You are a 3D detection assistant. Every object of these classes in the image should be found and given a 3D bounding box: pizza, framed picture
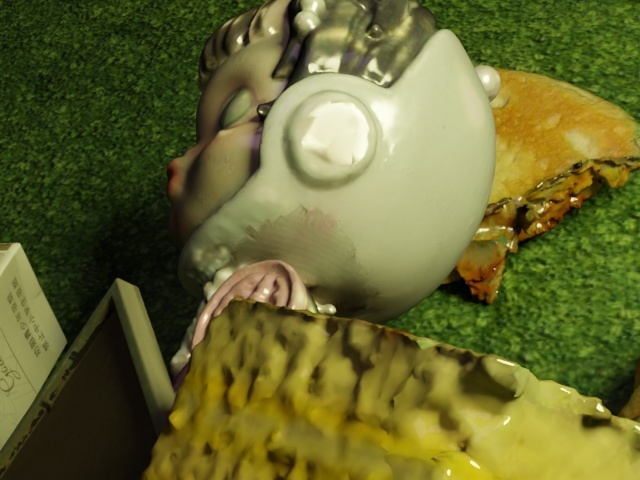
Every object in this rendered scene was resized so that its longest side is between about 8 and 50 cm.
[{"bbox_3d":[0.114,-0.042,1.068,0.289,0.081,0.229,10,51,31],"label":"pizza"},{"bbox_3d":[-0.176,0.181,0.784,0.289,0.020,0.211,-54,25,10],"label":"framed picture"}]

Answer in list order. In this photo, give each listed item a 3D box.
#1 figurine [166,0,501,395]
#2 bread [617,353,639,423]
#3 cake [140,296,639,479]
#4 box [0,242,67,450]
[{"bbox_3d":[-0.006,0.003,0.895,0.253,0.211,0.361,-28,43,49],"label":"figurine"},{"bbox_3d":[0.236,0.118,0.766,0.152,0.130,0.268,-5,36,34],"label":"bread"},{"bbox_3d":[0.031,0.200,0.592,0.227,0.222,0.286,7,71,59],"label":"cake"},{"bbox_3d":[-0.256,0.103,1.011,0.029,0.109,0.198,-2,38,21],"label":"box"}]
